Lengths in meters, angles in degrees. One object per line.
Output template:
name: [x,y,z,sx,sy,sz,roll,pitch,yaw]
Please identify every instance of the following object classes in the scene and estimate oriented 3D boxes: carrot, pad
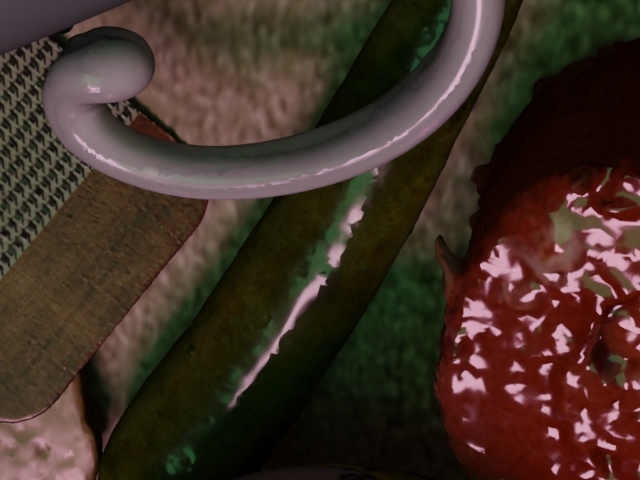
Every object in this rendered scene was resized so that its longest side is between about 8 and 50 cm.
carrot: [0.000,0.000,0.526,0.074,0.074,0.358,32,108,-1]
pad: [-0.236,0.021,0.512,0.250,0.055,0.323,39,71,-9]

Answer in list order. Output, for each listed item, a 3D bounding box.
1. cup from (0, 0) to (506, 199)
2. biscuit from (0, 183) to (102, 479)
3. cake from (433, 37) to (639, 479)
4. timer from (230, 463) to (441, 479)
cup: [-0.088,-0.162,0.398,0.275,0.259,0.356,-20,117,18]
biscuit: [-0.255,0.090,0.578,0.269,0.051,0.375,-20,101,-4]
cake: [0.181,0.044,0.465,0.283,0.151,0.176,20,123,4]
timer: [0.048,0.236,0.514,0.285,0.285,0.285,3,109,10]
